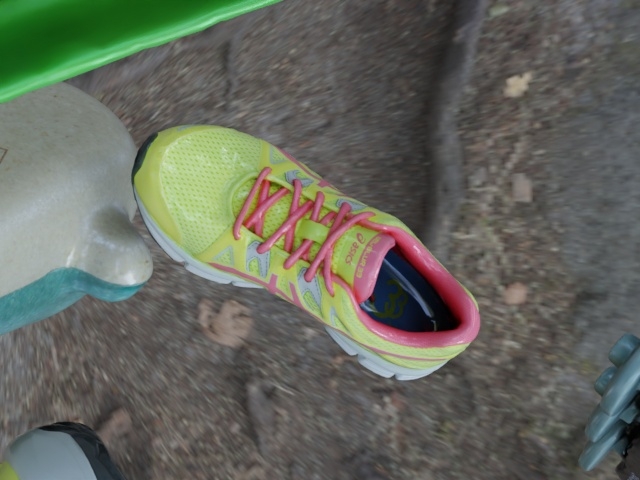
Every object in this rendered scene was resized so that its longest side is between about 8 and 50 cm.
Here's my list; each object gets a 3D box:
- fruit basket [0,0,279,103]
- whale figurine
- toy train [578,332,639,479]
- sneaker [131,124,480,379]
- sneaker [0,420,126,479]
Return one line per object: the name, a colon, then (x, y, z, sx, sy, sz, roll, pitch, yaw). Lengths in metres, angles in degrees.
fruit basket: (-0.141, -0.124, 0.414, 0.392, 0.392, 0.283, -21, 129, -9)
whale figurine: (-0.201, 0.008, 0.962, 0.216, 0.272, 0.141, 16, 121, -4)
toy train: (0.278, 0.096, 1.177, 0.142, 0.334, 0.190, 41, 78, 15)
sneaker: (0.000, 0.000, 0.920, 0.208, 0.094, 0.081, 30, 76, -15)
sneaker: (-0.153, 0.245, 0.826, 0.147, 0.145, 0.385, -11, 134, -30)
